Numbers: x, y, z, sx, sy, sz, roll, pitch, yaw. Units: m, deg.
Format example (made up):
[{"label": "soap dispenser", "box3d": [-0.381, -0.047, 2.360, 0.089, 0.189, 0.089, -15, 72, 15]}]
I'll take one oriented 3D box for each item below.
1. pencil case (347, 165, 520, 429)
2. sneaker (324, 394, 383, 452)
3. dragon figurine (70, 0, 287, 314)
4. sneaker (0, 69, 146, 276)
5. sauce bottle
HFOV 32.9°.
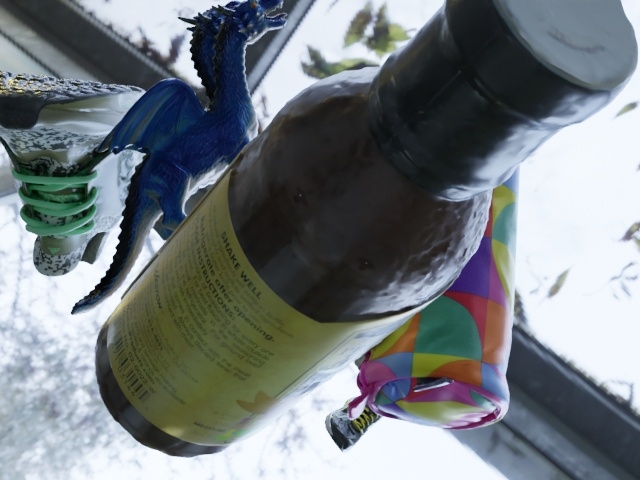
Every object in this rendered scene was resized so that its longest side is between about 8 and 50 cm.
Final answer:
[{"label": "pencil case", "box3d": [0.080, 0.007, 0.710, 0.104, 0.104, 0.236, -12, -123, 36]}, {"label": "sneaker", "box3d": [0.030, 0.137, 0.850, 0.035, 0.083, 0.031, -35, -87, 23]}, {"label": "dragon figurine", "box3d": [-0.124, -0.077, 0.873, 0.144, 0.289, 0.085, 51, -12, -14]}, {"label": "sneaker", "box3d": [-0.250, -0.055, 1.094, 0.158, 0.410, 0.182, 3, -97, -1]}, {"label": "sauce bottle", "box3d": [0.000, 0.000, 0.497, 0.111, 0.111, 0.344, 54, -40, 6]}]
